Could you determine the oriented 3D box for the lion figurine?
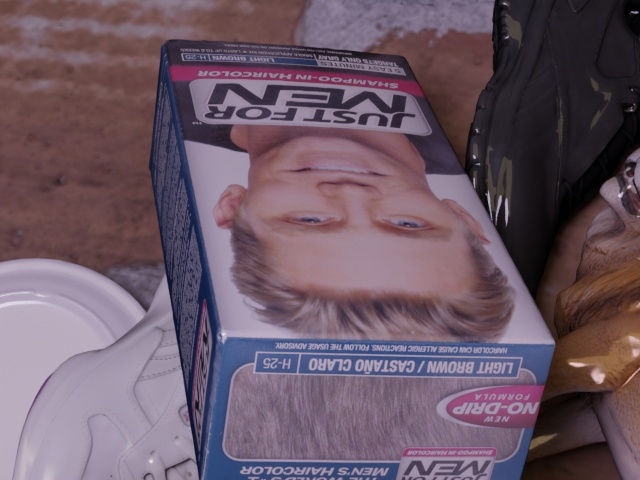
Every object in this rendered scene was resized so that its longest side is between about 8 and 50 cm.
[{"bbox_3d":[0.214,0.118,0.838,0.240,0.142,0.392,-23,47,4],"label":"lion figurine"}]

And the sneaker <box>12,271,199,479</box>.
[{"bbox_3d":[-0.073,0.104,0.896,0.152,0.114,0.305,15,47,26],"label":"sneaker"}]

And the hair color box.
[{"bbox_3d":[0.000,0.000,0.874,0.174,0.105,0.347,2,31,-13],"label":"hair color box"}]

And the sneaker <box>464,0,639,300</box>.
[{"bbox_3d":[0.167,-0.081,1.002,0.130,0.109,0.286,11,68,8],"label":"sneaker"}]

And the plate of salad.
[{"bbox_3d":[-0.198,0.108,0.997,0.200,0.048,0.200,0,67,1],"label":"plate of salad"}]
